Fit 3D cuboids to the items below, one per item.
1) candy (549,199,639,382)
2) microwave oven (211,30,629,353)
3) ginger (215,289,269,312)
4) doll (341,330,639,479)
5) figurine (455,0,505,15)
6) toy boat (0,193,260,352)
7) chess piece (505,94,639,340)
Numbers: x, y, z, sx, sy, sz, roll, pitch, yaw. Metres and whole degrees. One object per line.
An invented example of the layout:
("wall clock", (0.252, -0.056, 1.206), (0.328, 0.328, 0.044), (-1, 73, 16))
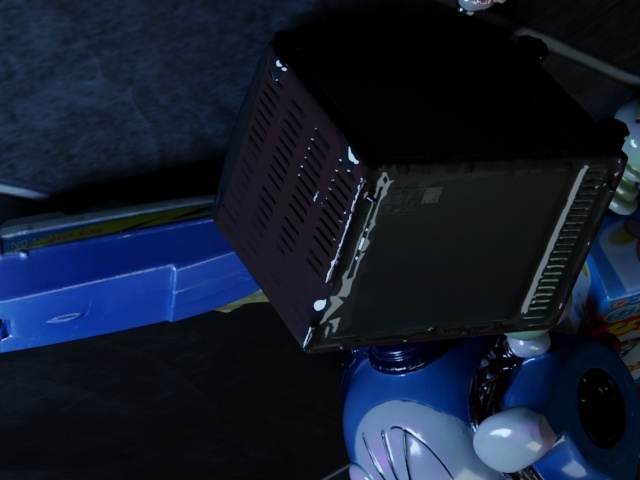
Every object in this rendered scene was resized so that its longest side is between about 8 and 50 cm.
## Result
("candy", (0.324, 0.059, 2.018), (0.157, 0.100, 0.306), (-15, 156, -10))
("microwave oven", (0.067, -0.046, 1.437), (0.247, 0.188, 0.178), (-3, 131, -31))
("ginger", (0.000, 0.000, 1.643), (0.295, 0.086, 0.131), (-18, 159, 4))
("doll", (0.159, 0.186, 1.950), (0.310, 0.284, 0.240), (-15, -151, 43))
("figurine", (0.117, -0.196, 1.300), (0.054, 0.072, 0.129), (-8, 155, -24))
("toy boat", (-0.116, 0.009, 1.541), (0.295, 0.088, 0.129), (-11, 152, -13))
("chess piece", (0.236, -0.044, 1.710), (0.272, 0.139, 0.139), (-45, 149, 23))
